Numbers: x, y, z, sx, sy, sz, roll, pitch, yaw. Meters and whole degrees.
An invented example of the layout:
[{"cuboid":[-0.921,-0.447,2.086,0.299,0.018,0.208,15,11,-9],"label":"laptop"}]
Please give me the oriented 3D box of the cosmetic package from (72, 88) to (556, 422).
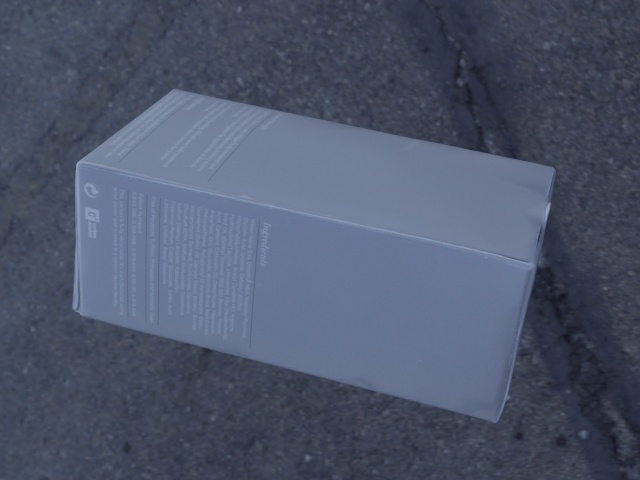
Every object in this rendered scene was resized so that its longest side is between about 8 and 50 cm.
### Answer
[{"cuboid":[0.000,0.000,0.544,0.238,0.127,0.107,16,120,12],"label":"cosmetic package"}]
